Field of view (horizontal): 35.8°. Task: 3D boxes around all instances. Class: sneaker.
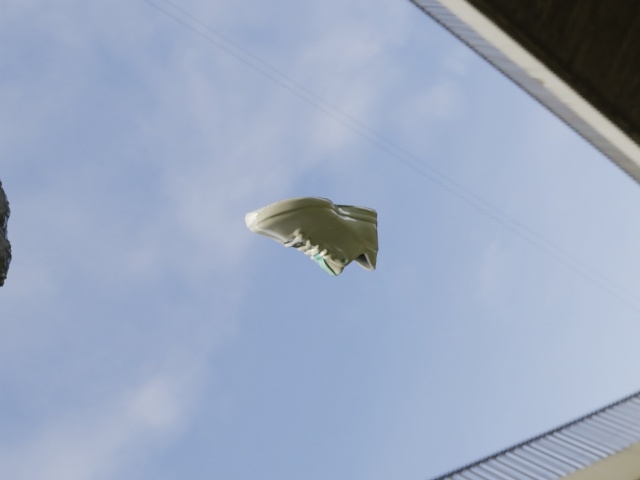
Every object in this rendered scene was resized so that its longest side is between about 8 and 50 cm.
[{"bbox_3d":[0.000,0.000,1.271,0.212,0.080,0.094,5,-108,-40],"label":"sneaker"}]

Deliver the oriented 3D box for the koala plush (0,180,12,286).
[{"bbox_3d":[-0.417,0.001,0.897,0.203,0.221,0.196,-60,-46,-71],"label":"koala plush"}]
